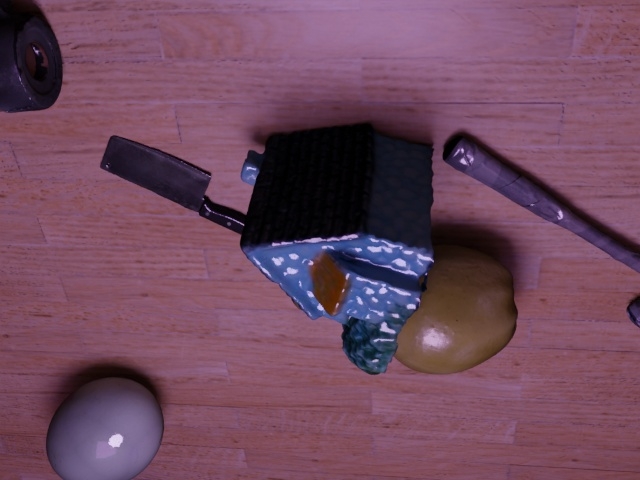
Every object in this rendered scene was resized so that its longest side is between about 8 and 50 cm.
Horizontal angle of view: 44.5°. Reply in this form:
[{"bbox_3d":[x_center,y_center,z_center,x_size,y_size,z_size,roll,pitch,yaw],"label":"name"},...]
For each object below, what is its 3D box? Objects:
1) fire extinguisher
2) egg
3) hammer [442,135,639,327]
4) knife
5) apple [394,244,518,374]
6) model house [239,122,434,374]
[{"bbox_3d":[-0.523,-0.240,0.984,0.376,0.113,0.200,-4,86,10],"label":"fire extinguisher"},{"bbox_3d":[-0.382,0.341,1.370,0.183,0.183,0.264,36,132,-20],"label":"egg"},{"bbox_3d":[0.341,-0.015,1.063,0.427,0.044,0.152,27,127,-13],"label":"hammer"},{"bbox_3d":[-0.189,-0.075,1.107,0.245,0.019,0.072,25,127,-10],"label":"knife"},{"bbox_3d":[0.175,0.094,1.090,0.200,0.200,0.200,4,130,5],"label":"apple"},{"bbox_3d":[0.000,0.000,0.981,0.241,0.261,0.226,18,129,-8],"label":"model house"}]
